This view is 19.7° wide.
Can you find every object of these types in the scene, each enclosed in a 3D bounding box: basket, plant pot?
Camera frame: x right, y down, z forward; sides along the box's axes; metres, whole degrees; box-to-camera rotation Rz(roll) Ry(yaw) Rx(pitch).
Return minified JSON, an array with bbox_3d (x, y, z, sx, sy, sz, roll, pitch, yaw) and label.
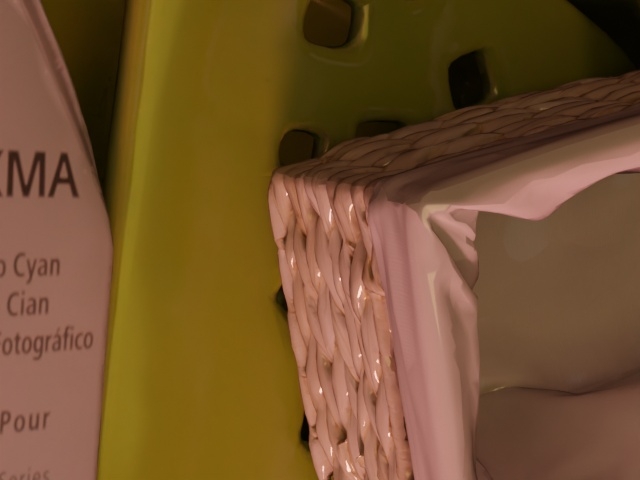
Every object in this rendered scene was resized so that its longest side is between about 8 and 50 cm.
[{"bbox_3d":[0.078,0.015,0.478,0.167,0.103,0.113,-15,105,-24],"label":"basket"},{"bbox_3d":[0.000,0.000,0.615,0.207,0.227,0.228,4,96,-20],"label":"plant pot"}]

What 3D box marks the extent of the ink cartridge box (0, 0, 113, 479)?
[{"bbox_3d":[-0.191,-0.066,0.528,0.091,0.308,0.385,2,95,-53],"label":"ink cartridge box"}]
